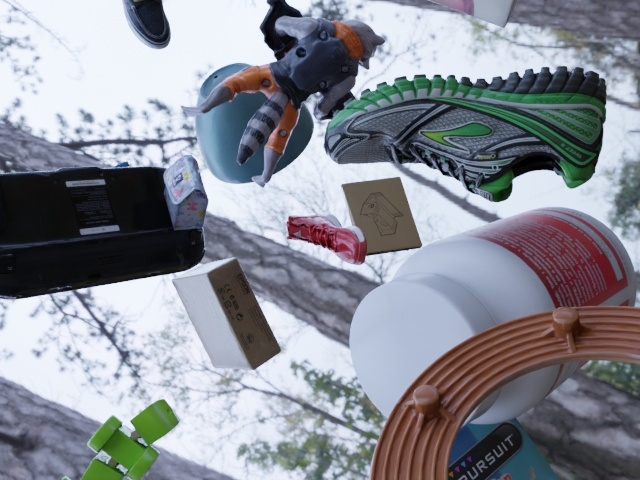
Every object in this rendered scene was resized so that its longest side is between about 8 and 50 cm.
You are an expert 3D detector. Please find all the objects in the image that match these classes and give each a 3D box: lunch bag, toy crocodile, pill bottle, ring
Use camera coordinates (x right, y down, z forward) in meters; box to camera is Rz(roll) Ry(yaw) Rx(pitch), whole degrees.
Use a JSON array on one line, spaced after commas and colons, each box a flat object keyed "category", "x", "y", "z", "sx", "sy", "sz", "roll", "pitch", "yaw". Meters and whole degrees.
[{"category": "lunch bag", "x": -0.183, "y": -0.067, "z": 0.949, "sx": 0.053, "sy": 0.071, "sz": 0.083, "roll": -3, "pitch": -37, "yaw": -27}, {"category": "toy crocodile", "x": -0.383, "y": 0.418, "z": 1.219, "sx": 0.340, "sy": 0.115, "sz": 0.105, "roll": -52, "pitch": 0, "yaw": -8}, {"category": "pill bottle", "x": 0.229, "y": 0.093, "z": 0.893, "sx": 0.408, "sy": 0.229, "sz": 0.228, "roll": -14, "pitch": -65, "yaw": -48}, {"category": "ring", "x": 0.195, "y": 0.153, "z": 0.476, "sx": 0.336, "sy": 0.337, "sz": 0.032, "roll": -43, "pitch": -49, "yaw": -34}]

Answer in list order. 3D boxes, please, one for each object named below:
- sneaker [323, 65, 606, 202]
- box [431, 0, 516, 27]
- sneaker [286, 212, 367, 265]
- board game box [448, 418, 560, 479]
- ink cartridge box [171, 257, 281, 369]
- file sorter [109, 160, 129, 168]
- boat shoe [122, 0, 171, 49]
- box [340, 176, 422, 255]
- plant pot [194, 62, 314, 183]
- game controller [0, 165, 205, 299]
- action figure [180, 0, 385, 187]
[{"category": "sneaker", "x": 0.169, "y": -0.121, "z": 0.853, "sx": 0.134, "sy": 0.344, "sz": 0.146, "roll": 26, "pitch": -116, "yaw": -73}, {"category": "box", "x": 0.186, "y": -0.422, "z": 0.962, "sx": 0.148, "sy": 0.233, "sz": 0.127, "roll": -63, "pitch": -9, "yaw": -15}, {"category": "sneaker", "x": 0.000, "y": 0.000, "z": 1.460, "sx": 0.128, "sy": 0.221, "sz": 0.086, "roll": -2, "pitch": -76, "yaw": -25}, {"category": "board game box", "x": 0.228, "y": 0.411, "z": 0.894, "sx": 0.254, "sy": 0.336, "sz": 0.079, "roll": -29, "pitch": -11, "yaw": -28}, {"category": "ink cartridge box", "x": -0.211, "y": 0.165, "z": 1.543, "sx": 0.088, "sy": 0.193, "sz": 0.234, "roll": -31, "pitch": -79, "yaw": -33}, {"category": "file sorter", "x": -0.427, "y": -0.059, "z": 1.276, "sx": 0.170, "sy": 0.118, "sz": 0.104, "roll": -39, "pitch": -70, "yaw": -52}, {"category": "boat shoe", "x": -0.288, "y": -0.405, "z": 1.122, "sx": 0.065, "sy": 0.083, "sz": 0.183, "roll": -24, "pitch": -90, "yaw": -26}, {"category": "box", "x": 0.152, "y": -0.062, "z": 1.758, "sx": 0.165, "sy": 0.021, "sz": 0.201, "roll": -8, "pitch": -112, "yaw": -18}, {"category": "plant pot", "x": -0.184, "y": -0.307, "z": 1.669, "sx": 0.290, "sy": 0.290, "sz": 0.195, "roll": -54, "pitch": -40, "yaw": -24}, {"category": "game controller", "x": -0.304, "y": -0.021, "z": 0.932, "sx": 0.319, "sy": 0.166, "sz": 0.067, "roll": -8, "pitch": -25, "yaw": -42}, {"category": "action figure", "x": -0.013, "y": -0.234, "z": 1.185, "sx": 0.330, "sy": 0.178, "sz": 0.341, "roll": -45, "pitch": -71, "yaw": -1}]
